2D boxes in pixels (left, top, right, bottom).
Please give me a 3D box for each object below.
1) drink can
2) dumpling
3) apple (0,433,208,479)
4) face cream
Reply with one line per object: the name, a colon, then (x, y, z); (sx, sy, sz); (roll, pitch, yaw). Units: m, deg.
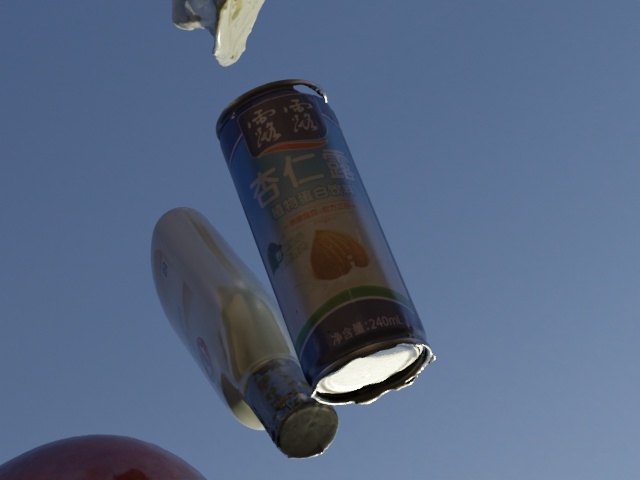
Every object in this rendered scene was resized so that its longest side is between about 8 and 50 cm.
drink can: (0.000, 0.000, 1.083); (0.097, 0.097, 0.235); (-14, -116, -15)
dumpling: (-0.094, -0.236, 1.369); (0.092, 0.176, 0.150); (21, -129, -9)
apple: (-0.207, 0.344, 1.346); (0.269, 0.344, 0.345); (17, -87, -46)
face cream: (-0.067, 0.085, 1.215); (0.071, 0.291, 0.144); (-20, -56, -17)
